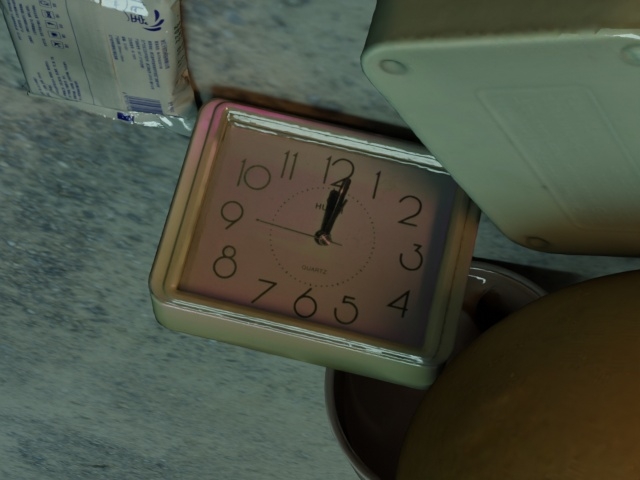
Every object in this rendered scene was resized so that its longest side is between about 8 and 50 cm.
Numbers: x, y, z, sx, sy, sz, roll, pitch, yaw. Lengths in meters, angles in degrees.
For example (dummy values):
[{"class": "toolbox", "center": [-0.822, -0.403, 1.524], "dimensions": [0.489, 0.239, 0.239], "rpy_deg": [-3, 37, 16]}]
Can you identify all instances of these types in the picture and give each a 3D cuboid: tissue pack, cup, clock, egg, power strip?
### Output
[{"class": "tissue pack", "center": [-0.137, -0.122, 0.764], "dimensions": [0.122, 0.026, 0.193], "rpy_deg": [12, 156, 4]}, {"class": "cup", "center": [0.088, 0.122, 1.012], "dimensions": [0.253, 0.191, 0.200], "rpy_deg": [39, 167, 21]}, {"class": "clock", "center": [0.000, 0.000, 0.807], "dimensions": [0.192, 0.147, 0.071], "rpy_deg": [14, 161, 3]}, {"class": "egg", "center": [0.219, 0.162, 0.694], "dimensions": [0.374, 0.301, 0.301], "rpy_deg": [17, 162, 38]}, {"class": "power strip", "center": [0.175, -0.051, 0.614], "dimensions": [0.261, 0.141, 0.229], "rpy_deg": [2, 154, 33]}]
